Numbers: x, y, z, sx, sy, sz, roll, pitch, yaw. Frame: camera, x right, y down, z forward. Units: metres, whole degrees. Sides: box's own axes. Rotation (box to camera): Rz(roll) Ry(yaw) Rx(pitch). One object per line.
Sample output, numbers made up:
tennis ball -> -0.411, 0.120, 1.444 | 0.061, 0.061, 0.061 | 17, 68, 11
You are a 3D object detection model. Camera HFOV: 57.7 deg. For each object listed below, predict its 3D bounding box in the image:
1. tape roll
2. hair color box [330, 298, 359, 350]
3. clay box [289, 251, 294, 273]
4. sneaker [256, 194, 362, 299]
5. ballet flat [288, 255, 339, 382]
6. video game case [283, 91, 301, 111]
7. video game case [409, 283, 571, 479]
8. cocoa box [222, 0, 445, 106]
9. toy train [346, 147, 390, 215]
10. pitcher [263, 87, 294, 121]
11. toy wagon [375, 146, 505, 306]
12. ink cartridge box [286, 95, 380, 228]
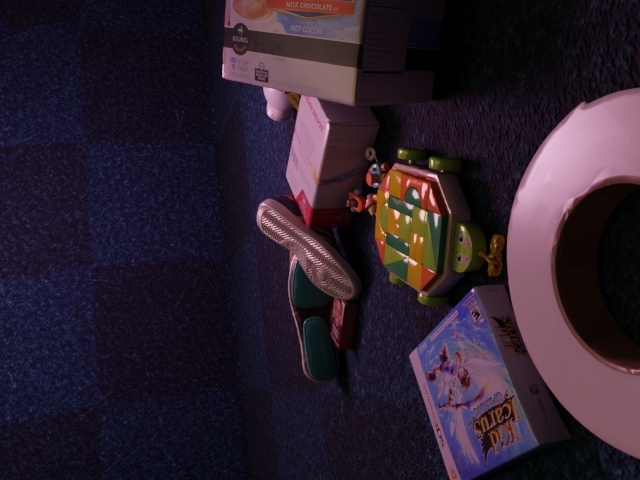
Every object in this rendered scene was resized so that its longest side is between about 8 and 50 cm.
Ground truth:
tape roll -> 0.346, 0.033, 0.617 | 0.392, 0.072, 0.392 | 176, 90, -71
hair color box -> 0.061, 0.206, 1.503 | 0.072, 0.043, 0.141 | -125, 37, -58
clay box -> -0.063, 0.112, 1.767 | 0.222, 0.053, 0.127 | -123, 33, -76
sneaker -> 0.000, 0.000, 1.500 | 0.350, 0.148, 0.131 | 45, 135, 16
ballet flat -> -0.015, 0.192, 1.624 | 0.139, 0.139, 0.400 | 170, 95, -71
video game case -> -0.061, -0.447, 1.547 | 0.248, 0.035, 0.275 | 41, -146, -65
video game case -> 0.252, 0.242, 0.937 | 0.269, 0.061, 0.244 | 114, 146, -52
cocoa box -> 0.018, -0.389, 1.058 | 0.347, 0.231, 0.228 | 23, 117, 38
toy train -> 0.099, -0.116, 1.294 | 0.125, 0.046, 0.166 | 48, 139, 38
pitcher -> -0.109, -0.480, 1.786 | 0.207, 0.125, 0.177 | 140, 140, -80
toy wagon -> 0.197, -0.020, 1.037 | 0.344, 0.068, 0.267 | -142, 51, -65
ink cartridge box -> 0.020, -0.214, 1.418 | 0.226, 0.131, 0.306 | -111, 27, -42
